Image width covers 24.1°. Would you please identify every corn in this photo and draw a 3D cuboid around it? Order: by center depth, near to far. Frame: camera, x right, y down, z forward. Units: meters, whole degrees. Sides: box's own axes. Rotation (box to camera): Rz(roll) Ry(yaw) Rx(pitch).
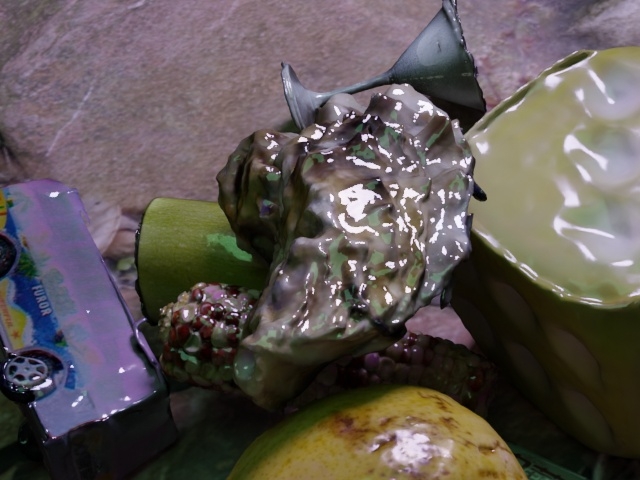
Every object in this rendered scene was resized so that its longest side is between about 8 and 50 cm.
[{"bbox_3d":[0.004,0.100,1.214,0.281,0.092,0.092,13,54,7],"label":"corn"}]

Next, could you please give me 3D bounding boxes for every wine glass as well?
[{"bbox_3d":[0.060,-0.151,1.434,0.183,0.122,0.122,-18,48,8],"label":"wine glass"}]

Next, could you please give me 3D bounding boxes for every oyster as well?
[{"bbox_3d":[-0.001,-0.001,1.090,0.238,0.115,0.351,-36,22,31],"label":"oyster"}]

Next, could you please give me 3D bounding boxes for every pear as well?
[{"bbox_3d":[0.032,0.230,1.015,0.271,0.271,0.271,-8,49,9],"label":"pear"}]

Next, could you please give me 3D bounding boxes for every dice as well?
[{"bbox_3d":[0.240,0.010,1.160,0.233,0.226,0.238,-35,49,-14],"label":"dice"}]

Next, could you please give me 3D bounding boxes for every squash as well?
[{"bbox_3d":[-0.064,0.026,1.306,0.187,0.123,0.123,7,53,21],"label":"squash"}]

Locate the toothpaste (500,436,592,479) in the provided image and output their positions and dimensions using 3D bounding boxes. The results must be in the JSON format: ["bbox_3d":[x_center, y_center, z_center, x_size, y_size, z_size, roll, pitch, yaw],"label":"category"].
[{"bbox_3d":[0.199,0.204,1.135,0.233,0.038,0.060,26,72,30],"label":"toothpaste"}]

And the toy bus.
[{"bbox_3d":[-0.232,0.079,1.320,0.138,0.112,0.317,-20,48,-16],"label":"toy bus"}]
